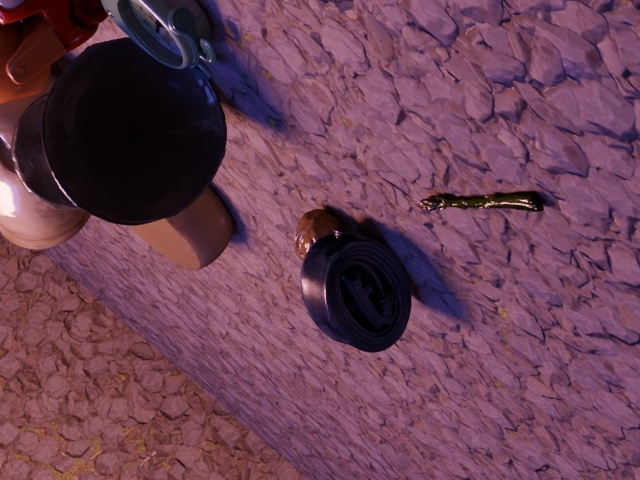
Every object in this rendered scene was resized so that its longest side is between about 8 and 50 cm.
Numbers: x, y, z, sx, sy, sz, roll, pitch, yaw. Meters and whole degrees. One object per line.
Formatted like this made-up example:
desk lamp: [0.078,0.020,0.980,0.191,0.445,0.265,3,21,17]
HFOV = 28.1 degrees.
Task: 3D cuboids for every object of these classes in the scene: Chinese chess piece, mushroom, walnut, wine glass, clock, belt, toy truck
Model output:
Chinese chess piece: [-0.277,-0.065,2.278,0.273,0.102,0.273,36,161,14]
mushroom: [-0.541,-0.126,2.302,0.325,0.353,0.353,43,164,-28]
walnut: [0.000,0.000,1.883,0.096,0.082,0.079,75,174,-47]
wine glass: [-0.337,-0.154,1.946,0.267,0.267,0.406,49,162,-18]
clock: [-0.207,-0.291,1.686,0.188,0.060,0.148,43,161,-2]
belt: [0.048,0.071,1.839,0.082,0.141,0.190,15,146,51]
toy truck: [-0.439,-0.335,1.784,0.189,0.239,0.265,24,153,44]

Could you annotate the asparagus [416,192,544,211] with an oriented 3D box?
asparagus: [0.183,-0.044,1.495,0.023,0.022,0.233,2,180,-29]
